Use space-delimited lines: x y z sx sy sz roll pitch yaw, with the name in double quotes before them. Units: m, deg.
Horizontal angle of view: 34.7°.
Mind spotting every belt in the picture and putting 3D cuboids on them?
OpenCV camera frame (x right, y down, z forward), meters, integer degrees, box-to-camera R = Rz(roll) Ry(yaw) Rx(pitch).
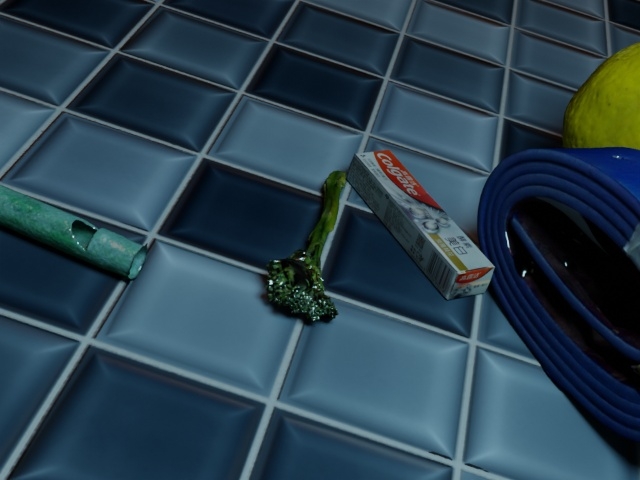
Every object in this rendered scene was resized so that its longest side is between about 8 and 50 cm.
"belt" 0.287 0.036 0.968 0.117 0.212 0.347 -2 35 -28

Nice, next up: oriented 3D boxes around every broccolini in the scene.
"broccolini" -0.007 0.003 1.053 0.057 0.071 0.254 -21 23 18

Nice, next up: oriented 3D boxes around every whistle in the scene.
"whistle" -0.252 -0.014 0.956 0.186 0.039 0.039 22 35 7

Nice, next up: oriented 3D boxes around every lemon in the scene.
"lemon" 0.406 -0.126 1.227 0.228 0.228 0.253 22 16 6

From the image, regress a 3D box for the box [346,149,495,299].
"box" 0.104 -0.022 1.115 0.055 0.040 0.218 -8 42 -29
